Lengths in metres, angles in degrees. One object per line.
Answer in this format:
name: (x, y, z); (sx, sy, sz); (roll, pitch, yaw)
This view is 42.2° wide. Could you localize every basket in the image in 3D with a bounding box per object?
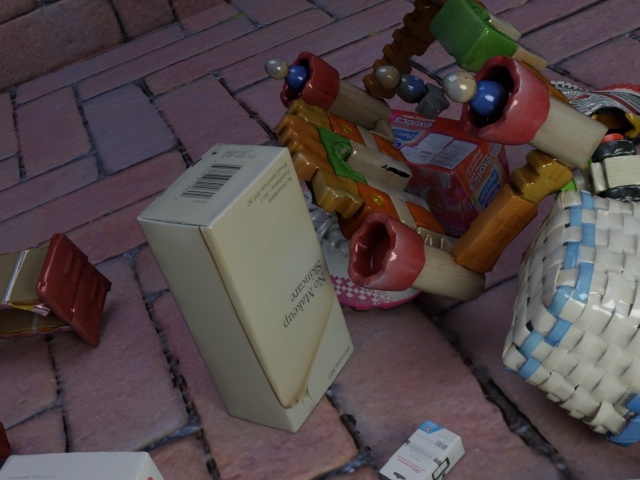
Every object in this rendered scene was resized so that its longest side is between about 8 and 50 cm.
basket: (0.347, 0.086, 0.855); (0.288, 0.201, 0.255); (21, 40, 6)

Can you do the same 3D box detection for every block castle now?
block castle: (0.099, -0.169, 1.014); (0.303, 0.212, 0.453); (-54, 35, 28)

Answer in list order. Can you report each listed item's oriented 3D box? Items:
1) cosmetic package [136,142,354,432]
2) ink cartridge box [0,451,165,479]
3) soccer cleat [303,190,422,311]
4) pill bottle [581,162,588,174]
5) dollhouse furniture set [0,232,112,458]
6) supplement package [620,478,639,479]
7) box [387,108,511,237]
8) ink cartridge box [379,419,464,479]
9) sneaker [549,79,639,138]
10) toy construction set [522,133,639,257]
cosmetic package: (-0.076, 0.057, 0.978); (0.113, 0.310, 0.160); (7, 42, 34)
ink cartridge box: (-0.239, 0.339, 0.773); (0.168, 0.171, 0.233); (-6, 36, 18)
soccer cleat: (0.000, 0.000, 1.174); (0.331, 0.143, 0.116); (16, 46, 40)
pill bottle: (0.402, -0.095, 1.205); (0.043, 0.043, 0.083); (-7, 34, 17)
dollhouse furniture set: (-0.454, 0.184, 1.166); (0.201, 0.152, 0.374); (-7, 52, 17)
supplement package: (0.316, 0.254, 0.657); (0.179, 0.105, 0.105); (-10, 9, 14)
box: (0.150, -0.111, 1.278); (0.256, 0.123, 0.128); (19, 50, 43)
ink cartridge box: (0.108, 0.236, 0.883); (0.083, 0.028, 0.048); (-39, 38, -28)
sneaker: (0.404, -0.200, 1.317); (0.225, 0.088, 0.093); (0, 39, 27)
toy construction set: (0.397, -0.049, 1.009); (0.327, 0.215, 0.151); (-21, 77, -2)
